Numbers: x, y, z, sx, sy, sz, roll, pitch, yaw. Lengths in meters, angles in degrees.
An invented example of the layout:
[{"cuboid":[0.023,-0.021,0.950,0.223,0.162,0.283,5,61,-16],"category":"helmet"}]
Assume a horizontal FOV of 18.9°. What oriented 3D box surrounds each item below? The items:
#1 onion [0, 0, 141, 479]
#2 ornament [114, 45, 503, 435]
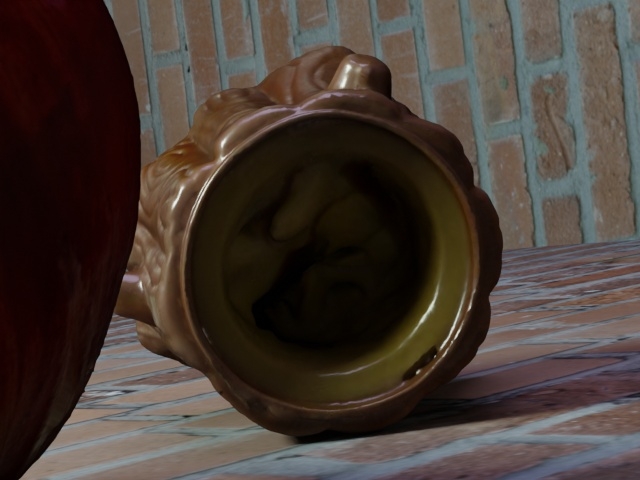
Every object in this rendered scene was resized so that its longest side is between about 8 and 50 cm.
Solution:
[{"cuboid":[-0.245,-0.003,0.709,0.341,0.341,0.341,-7,2,0],"category":"onion"},{"cuboid":[0.000,0.000,1.061,0.235,0.221,0.217,20,2,-8],"category":"ornament"}]
